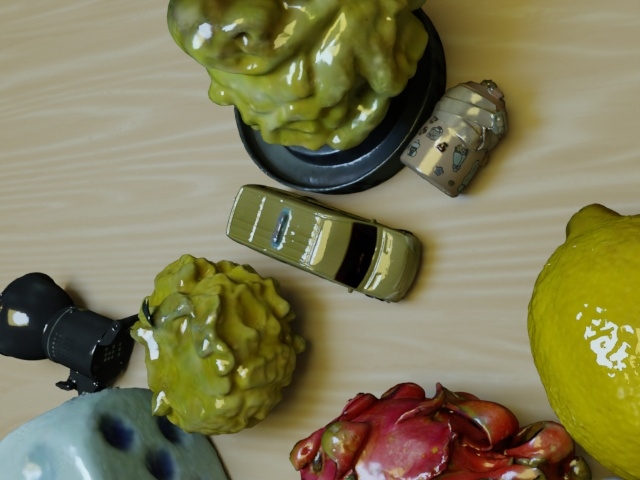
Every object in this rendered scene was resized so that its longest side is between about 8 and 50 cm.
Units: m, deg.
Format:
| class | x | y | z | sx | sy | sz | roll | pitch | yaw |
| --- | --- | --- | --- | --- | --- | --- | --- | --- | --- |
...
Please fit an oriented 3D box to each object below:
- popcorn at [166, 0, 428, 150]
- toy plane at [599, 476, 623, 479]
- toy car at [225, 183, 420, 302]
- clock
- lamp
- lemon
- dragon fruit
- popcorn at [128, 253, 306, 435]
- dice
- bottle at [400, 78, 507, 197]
| class | x | y | z | sx | sy | sz | roll | pitch | yaw |
| --- | --- | --- | --- | --- | --- | --- | --- | --- | --- |
| popcorn | -0.014 | -0.268 | 1.017 | 0.312 | 0.312 | 0.312 | -5 | 79 | 30 |
| toy plane | 0.355 | 0.319 | 0.883 | 0.174 | 0.080 | 0.174 | -4 | 76 | 16 |
| toy car | 0.000 | 0.000 | 1.129 | 0.257 | 0.124 | 0.101 | 20 | 94 | 33 |
| clock | 0.023 | -0.219 | 1.186 | 0.319 | 0.066 | 0.318 | -6 | 79 | 31 |
| lamp | -0.392 | 0.161 | 1.344 | 0.227 | 0.147 | 0.172 | 20 | 106 | 24 |
| lemon | 0.335 | 0.103 | 0.843 | 0.245 | 0.245 | 0.319 | -34 | 62 | 22 |
| dragon fruit | 0.119 | 0.263 | 0.958 | 0.307 | 0.227 | 0.243 | -45 | 67 | 14 |
| popcorn | -0.150 | 0.140 | 1.141 | 0.249 | 0.225 | 0.249 | -2 | 87 | 30 |
| dice | -0.301 | 0.381 | 1.167 | 0.268 | 0.265 | 0.262 | -40 | 65 | 19 |
| bottle | 0.178 | -0.137 | 1.065 | 0.099 | 0.099 | 0.152 | 42 | 100 | 29 |
